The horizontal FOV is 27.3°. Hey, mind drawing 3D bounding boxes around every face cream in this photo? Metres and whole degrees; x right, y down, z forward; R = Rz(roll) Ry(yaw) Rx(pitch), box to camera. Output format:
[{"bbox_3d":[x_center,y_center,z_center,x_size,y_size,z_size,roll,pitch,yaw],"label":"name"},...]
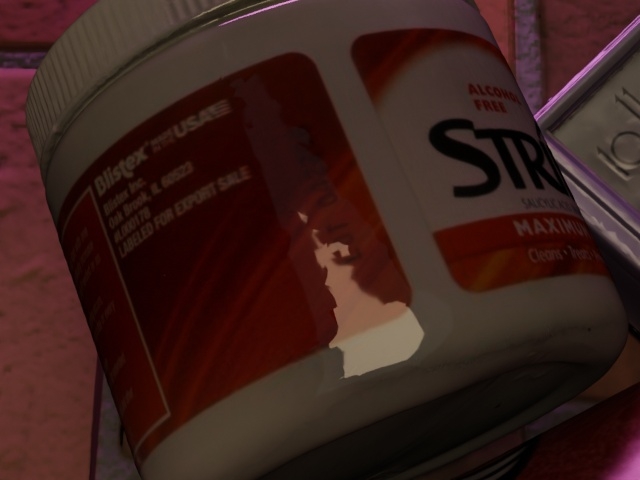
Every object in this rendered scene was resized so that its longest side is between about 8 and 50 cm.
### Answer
[{"bbox_3d":[0.000,0.000,0.542,0.201,0.201,0.187,-20,71,-6],"label":"face cream"}]

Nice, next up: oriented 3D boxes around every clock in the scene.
[{"bbox_3d":[0.195,-0.050,0.626,0.145,0.073,0.193,43,77,13],"label":"clock"}]

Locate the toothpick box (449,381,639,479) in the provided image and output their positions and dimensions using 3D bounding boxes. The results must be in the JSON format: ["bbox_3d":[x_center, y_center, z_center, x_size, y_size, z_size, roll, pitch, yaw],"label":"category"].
[{"bbox_3d":[0.087,0.180,0.479,0.333,0.204,0.204,-26,72,-7],"label":"toothpick box"}]
